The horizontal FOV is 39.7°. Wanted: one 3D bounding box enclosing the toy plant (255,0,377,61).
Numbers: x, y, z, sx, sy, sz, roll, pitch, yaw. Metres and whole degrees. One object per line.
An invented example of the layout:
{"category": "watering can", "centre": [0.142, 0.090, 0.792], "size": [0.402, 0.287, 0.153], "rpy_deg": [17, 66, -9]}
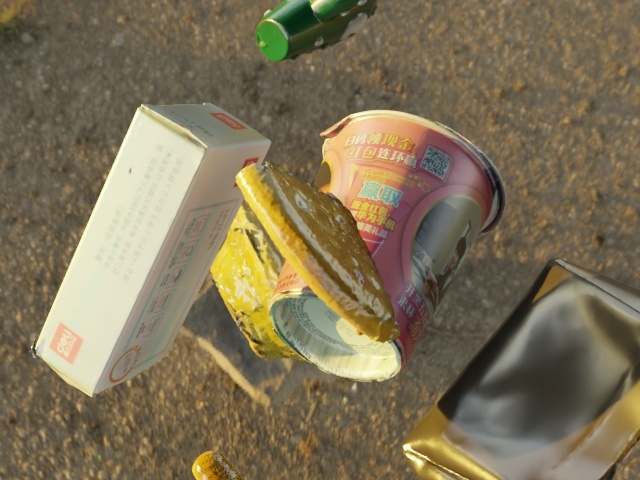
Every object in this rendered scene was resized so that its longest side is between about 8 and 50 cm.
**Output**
{"category": "toy plant", "centre": [0.009, -0.351, 1.350], "size": [0.243, 0.232, 0.113], "rpy_deg": [-34, 99, -5]}

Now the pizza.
{"category": "pizza", "centre": [0.000, 0.000, 0.720], "size": [0.178, 0.041, 0.131], "rpy_deg": [45, 21, -18]}

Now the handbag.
{"category": "handbag", "centre": [0.236, 0.165, 0.865], "size": [0.113, 0.257, 0.285], "rpy_deg": [44, 83, -22]}

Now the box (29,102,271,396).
{"category": "box", "centre": [-0.156, 0.006, 0.819], "size": [0.079, 0.269, 0.135], "rpy_deg": [32, 19, 14]}

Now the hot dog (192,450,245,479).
{"category": "hot dog", "centre": [-0.067, 0.242, 0.778], "size": [0.044, 0.028, 0.137], "rpy_deg": [-29, 64, -12]}

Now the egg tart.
{"category": "egg tart", "centre": [-0.090, 0.095, 1.498], "size": [0.132, 0.341, 0.341], "rpy_deg": [-31, 64, -5]}

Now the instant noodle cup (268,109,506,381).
{"category": "instant noodle cup", "centre": [0.064, 0.015, 1.023], "size": [0.243, 0.244, 0.255], "rpy_deg": [23, 57, 9]}

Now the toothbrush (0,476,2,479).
{"category": "toothbrush", "centre": [-0.488, 0.396, 1.355], "size": [0.035, 0.414, 0.042], "rpy_deg": [12, 35, 40]}
